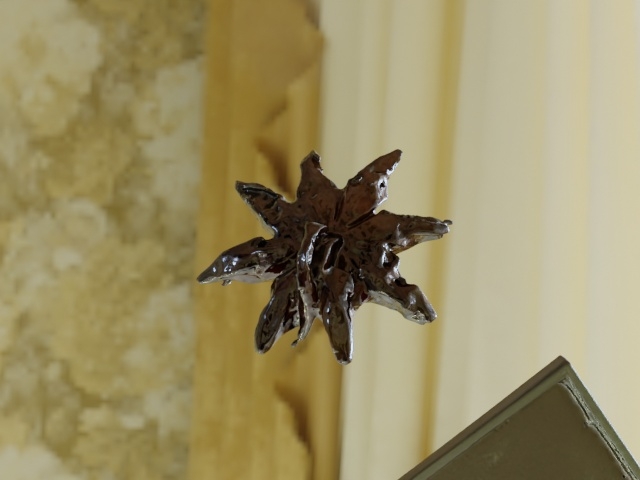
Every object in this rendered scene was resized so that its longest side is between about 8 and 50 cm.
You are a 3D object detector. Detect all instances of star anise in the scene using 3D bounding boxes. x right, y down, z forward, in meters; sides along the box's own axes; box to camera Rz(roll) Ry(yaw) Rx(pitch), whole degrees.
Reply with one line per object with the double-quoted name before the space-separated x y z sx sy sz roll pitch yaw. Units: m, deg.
"star anise" 0.000 0.000 1.797 0.272 0.272 0.102 7 155 13

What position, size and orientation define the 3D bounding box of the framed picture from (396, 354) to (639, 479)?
"framed picture" 0.174 0.238 1.355 0.192 0.265 0.018 -36 -156 0
